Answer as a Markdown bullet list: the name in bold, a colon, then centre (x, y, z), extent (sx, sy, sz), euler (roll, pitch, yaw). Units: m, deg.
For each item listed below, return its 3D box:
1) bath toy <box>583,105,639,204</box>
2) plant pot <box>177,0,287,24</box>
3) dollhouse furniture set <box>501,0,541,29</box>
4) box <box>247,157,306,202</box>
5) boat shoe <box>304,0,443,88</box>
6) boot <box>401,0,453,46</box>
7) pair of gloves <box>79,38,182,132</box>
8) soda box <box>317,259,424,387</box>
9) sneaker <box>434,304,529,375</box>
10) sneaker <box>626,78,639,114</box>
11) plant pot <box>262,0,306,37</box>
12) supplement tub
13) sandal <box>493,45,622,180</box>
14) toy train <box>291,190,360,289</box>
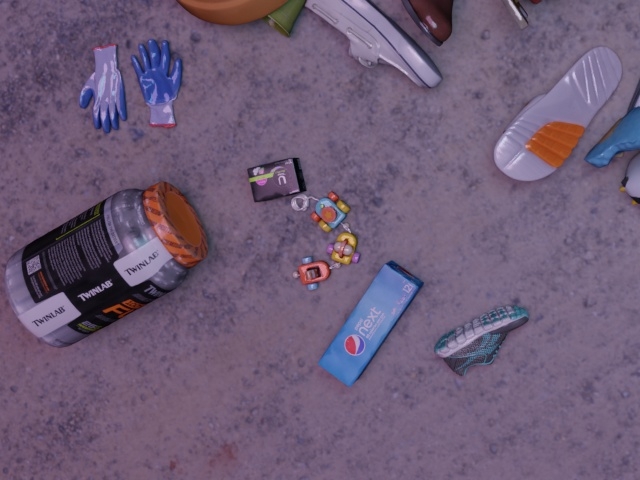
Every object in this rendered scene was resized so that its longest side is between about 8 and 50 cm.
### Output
- **bath toy**: centre (0.567, -0.045, 1.573), extent (0.348, 0.151, 0.129), euler (43, 93, -4)
- **plant pot**: centre (-0.167, -0.514, 1.638), extent (0.290, 0.203, 0.291), euler (-4, 78, 21)
- **dollhouse furniture set**: centre (0.418, -0.494, 1.533), extent (0.374, 0.201, 0.152), euler (-30, 105, 21)
- **box**: centre (-0.075, -0.103, 1.767), extent (0.083, 0.052, 0.062), euler (-13, 91, 13)
- **boat shoe**: centre (0.083, -0.328, 1.690), extent (0.267, 0.096, 0.088), euler (44, 107, 8)
- **boot**: centre (0.253, -0.455, 1.572), extent (0.280, 0.096, 0.264), euler (-23, 52, 31)
- **pair of gloves**: centre (-0.338, -0.273, 1.832), extent (0.198, 0.023, 0.159), euler (-2, 94, 13)
- **soda box**: centre (0.085, 0.139, 1.741), extent (0.071, 0.067, 0.210), euler (35, 101, 9)
- **sneaker**: centre (0.275, 0.167, 1.710), extent (0.166, 0.065, 0.076), euler (-28, 104, 17)
- **sneaker**: centre (0.560, -0.289, 1.587), extent (0.091, 0.094, 0.258), euler (20, 108, 2)
- **plant pot**: centre (-0.061, -0.397, 1.731), extent (0.083, 0.083, 0.079), euler (38, 91, 8)
- **supplement tub**: centre (-0.364, 0.037, 1.777), extent (0.316, 0.193, 0.194), euler (-28, 88, 15)
- **sandal**: centre (0.376, -0.196, 1.646), extent (0.102, 0.076, 0.265), euler (45, 82, -8)
- **toy train**: centre (0.000, 0.000, 1.761), extent (0.125, 0.046, 0.166), euler (-8, 93, 14)
